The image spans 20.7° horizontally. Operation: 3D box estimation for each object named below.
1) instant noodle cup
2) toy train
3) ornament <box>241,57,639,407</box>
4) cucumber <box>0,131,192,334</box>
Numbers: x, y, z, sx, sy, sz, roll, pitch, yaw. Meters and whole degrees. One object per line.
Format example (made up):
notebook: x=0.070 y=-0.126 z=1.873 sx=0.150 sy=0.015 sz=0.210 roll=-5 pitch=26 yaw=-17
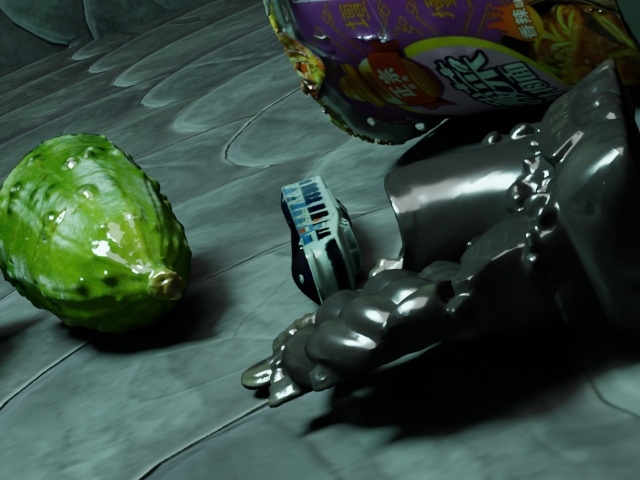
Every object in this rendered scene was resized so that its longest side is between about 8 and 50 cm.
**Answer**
instant noodle cup: x=0.153 y=-0.234 z=1.308 sx=0.266 sy=0.339 sz=0.340 roll=4 pitch=28 yaw=38
toy train: x=0.000 y=0.000 z=1.156 sx=0.047 sy=0.043 sz=0.207 roll=-18 pitch=14 yaw=1
ornament: x=0.058 y=0.019 z=0.913 sx=0.260 sy=0.106 sz=0.251 roll=-25 pitch=11 yaw=12
cucumber: x=-0.145 y=0.007 z=1.216 sx=0.134 sy=0.134 sz=0.244 roll=-27 pitch=20 yaw=-16
